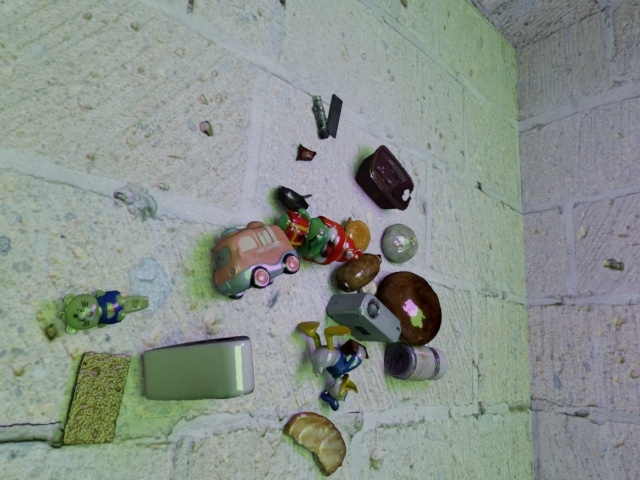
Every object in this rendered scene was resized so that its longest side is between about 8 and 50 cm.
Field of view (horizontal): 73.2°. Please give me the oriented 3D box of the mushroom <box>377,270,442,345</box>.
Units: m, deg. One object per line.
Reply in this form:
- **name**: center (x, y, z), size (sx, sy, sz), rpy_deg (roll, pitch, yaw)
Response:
- **mushroom**: center (0.399, 0.288, 1.916), size (0.345, 0.239, 0.345), rpy_deg (37, 16, -13)

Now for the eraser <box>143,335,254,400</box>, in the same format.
- **eraser**: center (-0.294, 0.356, 1.222), size (0.332, 0.331, 0.149), rpy_deg (2, 81, -42)

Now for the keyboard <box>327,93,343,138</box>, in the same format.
- **keyboard**: center (0.062, -0.552, 1.909), size (0.067, 0.011, 0.202), rpy_deg (26, 66, -37)

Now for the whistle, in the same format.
- **whistle**: center (-0.574, 0.183, 1.152), size (0.228, 0.085, 0.105), rpy_deg (-4, 94, -43)

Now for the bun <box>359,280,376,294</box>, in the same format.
- **bun**: center (0.201, 0.206, 1.867), size (0.086, 0.055, 0.086), rpy_deg (8, 73, -27)

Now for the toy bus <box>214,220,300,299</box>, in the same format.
- **toy bus**: center (-0.222, 0.053, 1.429), size (0.288, 0.194, 0.231), rpy_deg (-20, 88, -42)

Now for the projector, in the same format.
- **projector**: center (0.175, 0.314, 1.725), size (0.250, 0.198, 0.108), rpy_deg (45, 55, -28)

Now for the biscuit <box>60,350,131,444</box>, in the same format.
- **biscuit**: center (-0.588, 0.413, 1.137), size (0.131, 0.025, 0.230), rpy_deg (21, 68, -39)

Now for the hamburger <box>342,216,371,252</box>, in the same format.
- **hamburger**: center (0.150, -0.020, 1.843), size (0.147, 0.083, 0.138), rpy_deg (43, 57, -33)

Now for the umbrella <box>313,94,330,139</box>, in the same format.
- **umbrella**: center (0.003, -0.523, 1.825), size (0.050, 0.046, 0.188), rpy_deg (-4, 84, -62)

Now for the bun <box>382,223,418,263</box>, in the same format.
- **bun**: center (0.381, 0.013, 2.023), size (0.196, 0.118, 0.195), rpy_deg (5, 81, -39)

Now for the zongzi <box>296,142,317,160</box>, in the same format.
- **zongzi**: center (-0.068, -0.341, 1.737), size (0.083, 0.067, 0.073), rpy_deg (32, 73, -13)

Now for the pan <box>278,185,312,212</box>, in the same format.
- **pan**: center (-0.085, -0.144, 1.656), size (0.202, 0.048, 0.128), rpy_deg (13, 34, -49)

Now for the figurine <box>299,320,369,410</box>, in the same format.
- **figurine**: center (0.058, 0.477, 1.649), size (0.284, 0.205, 0.337), rpy_deg (-3, 97, -49)

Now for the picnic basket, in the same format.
- **picnic basket**: center (0.289, -0.277, 1.984), size (0.297, 0.129, 0.222), rpy_deg (43, 55, -29)

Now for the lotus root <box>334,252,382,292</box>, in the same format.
- **lotus root**: center (0.167, 0.125, 1.785), size (0.260, 0.145, 0.128), rpy_deg (-34, 93, -36)

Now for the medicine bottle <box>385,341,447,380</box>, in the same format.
- **medicine bottle**: center (0.434, 0.547, 1.939), size (0.274, 0.165, 0.164), rpy_deg (17, 71, -39)

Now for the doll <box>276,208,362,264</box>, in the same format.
- **doll**: center (0.000, 0.000, 1.635), size (0.363, 0.160, 0.182), rpy_deg (21, 101, -19)

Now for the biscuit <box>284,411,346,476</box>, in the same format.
- **biscuit**: center (-0.007, 0.731, 1.589), size (0.299, 0.045, 0.154), rpy_deg (54, 53, -20)
